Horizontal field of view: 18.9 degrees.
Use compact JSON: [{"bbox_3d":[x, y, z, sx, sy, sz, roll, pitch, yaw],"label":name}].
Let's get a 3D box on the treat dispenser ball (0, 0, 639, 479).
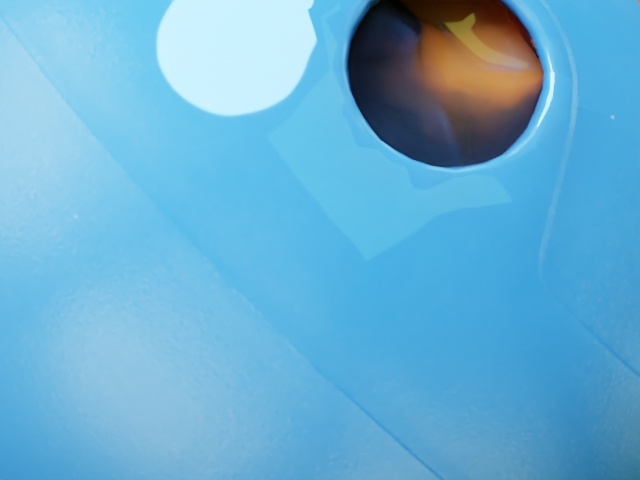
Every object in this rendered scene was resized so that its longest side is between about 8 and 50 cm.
[{"bbox_3d":[0.000,0.000,0.568,0.288,0.288,0.288,4,71,-11],"label":"treat dispenser ball"}]
